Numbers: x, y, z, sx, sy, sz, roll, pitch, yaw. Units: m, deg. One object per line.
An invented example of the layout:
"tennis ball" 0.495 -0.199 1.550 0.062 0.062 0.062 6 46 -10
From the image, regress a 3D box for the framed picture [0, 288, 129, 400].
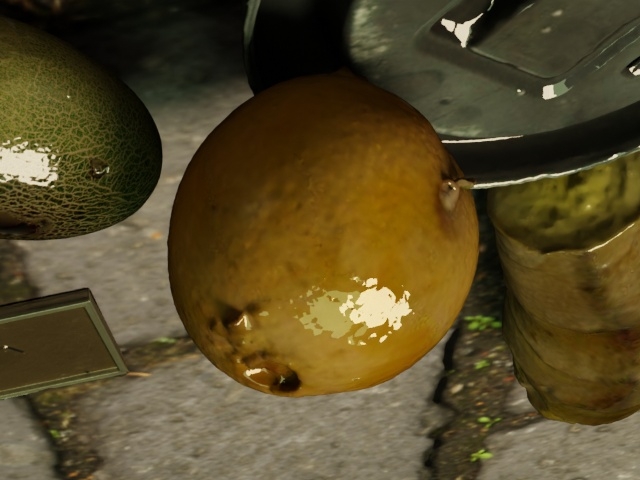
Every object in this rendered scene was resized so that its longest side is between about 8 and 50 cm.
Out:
"framed picture" -0.200 0.072 0.978 0.149 0.011 0.109 -11 150 0

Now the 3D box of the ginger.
"ginger" 0.163 0.027 0.937 0.109 0.116 0.263 -49 150 -17

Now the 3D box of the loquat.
"loquat" 0.000 0.000 0.690 0.141 0.141 0.141 -9 151 -5

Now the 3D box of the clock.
"clock" 0.099 -0.120 0.702 0.281 0.055 0.280 -9 150 -5

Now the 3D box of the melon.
"melon" -0.143 -0.049 0.701 0.162 0.099 0.099 12 143 -33
